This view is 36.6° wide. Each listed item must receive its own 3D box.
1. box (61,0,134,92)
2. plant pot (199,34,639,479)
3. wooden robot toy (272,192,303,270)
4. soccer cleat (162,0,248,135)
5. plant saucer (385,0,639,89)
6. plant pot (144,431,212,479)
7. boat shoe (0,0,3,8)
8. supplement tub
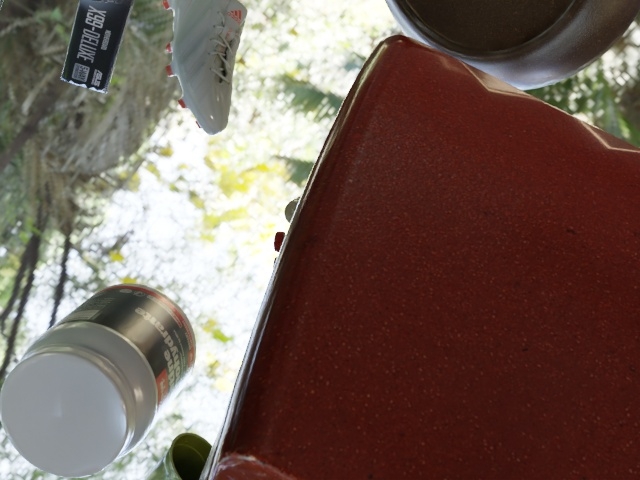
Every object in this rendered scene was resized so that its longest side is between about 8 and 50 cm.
[{"bbox_3d":[-0.309,-0.419,1.467,0.076,0.242,0.307,16,-126,-15],"label":"box"},{"bbox_3d":[0.066,0.111,0.446,0.267,0.267,0.236,27,-141,7],"label":"plant pot"},{"bbox_3d":[0.000,0.000,0.944,0.076,0.173,0.079,8,-163,15],"label":"wooden robot toy"},{"bbox_3d":[-0.101,-0.186,0.894,0.068,0.076,0.196,53,-158,-57],"label":"soccer cleat"},{"bbox_3d":[0.162,-0.291,0.906,0.310,0.311,0.050,48,-138,15],"label":"plant saucer"},{"bbox_3d":[-0.179,0.296,1.214,0.083,0.079,0.083,35,-147,-28],"label":"plant pot"},{"bbox_3d":[-0.226,-0.245,0.671,0.096,0.268,0.088,30,-152,22],"label":"boat shoe"},{"bbox_3d":[-0.291,0.181,1.304,0.191,0.191,0.272,40,-163,-2],"label":"supplement tub"}]
